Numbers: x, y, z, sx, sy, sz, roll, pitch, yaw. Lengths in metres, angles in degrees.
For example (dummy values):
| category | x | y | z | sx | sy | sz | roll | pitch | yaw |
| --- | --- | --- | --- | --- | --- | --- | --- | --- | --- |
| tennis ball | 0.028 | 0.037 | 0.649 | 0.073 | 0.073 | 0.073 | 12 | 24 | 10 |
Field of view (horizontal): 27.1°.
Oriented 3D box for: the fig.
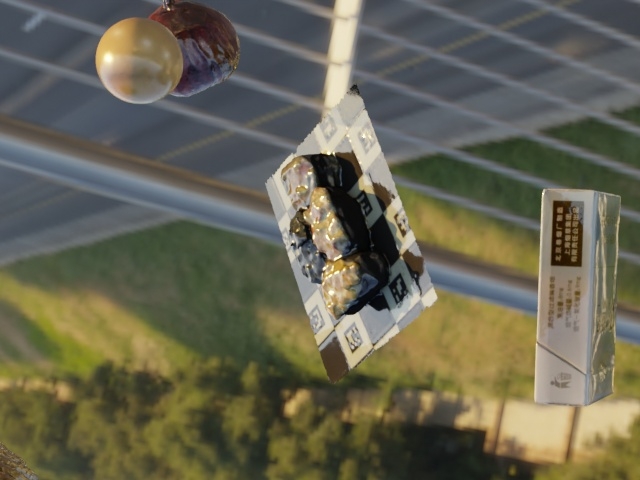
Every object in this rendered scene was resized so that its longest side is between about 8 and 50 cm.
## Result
| category | x | y | z | sx | sy | sz | roll | pitch | yaw |
| --- | --- | --- | --- | --- | --- | --- | --- | --- | --- |
| fig | -0.157 | -0.250 | 1.640 | 0.128 | 0.150 | 0.128 | 17 | -163 | -5 |

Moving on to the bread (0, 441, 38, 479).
| category | x | y | z | sx | sy | sz | roll | pitch | yaw |
| --- | --- | --- | --- | --- | --- | --- | --- | --- | --- |
| bread | -0.429 | 0.293 | 1.440 | 0.274 | 0.274 | 0.149 | 14 | 133 | -5 |

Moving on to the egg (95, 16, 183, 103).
| category | x | y | z | sx | sy | sz | roll | pitch | yaw |
| --- | --- | --- | --- | --- | --- | --- | --- | --- | --- |
| egg | -0.165 | -0.164 | 1.212 | 0.080 | 0.080 | 0.096 | 14 | -175 | -10 |

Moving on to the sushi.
| category | x | y | z | sx | sy | sz | roll | pitch | yaw |
| --- | --- | --- | --- | --- | --- | --- | --- | --- | --- |
| sushi | 0.000 | 0.000 | 1.185 | 0.051 | 0.215 | 0.192 | -6 | 156 | -33 |

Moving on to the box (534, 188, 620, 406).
| category | x | y | z | sx | sy | sz | roll | pitch | yaw |
| --- | --- | --- | --- | --- | --- | --- | --- | --- | --- |
| box | 0.299 | 0.064 | 1.536 | 0.067 | 0.242 | 0.155 | 2 | 179 | 24 |
